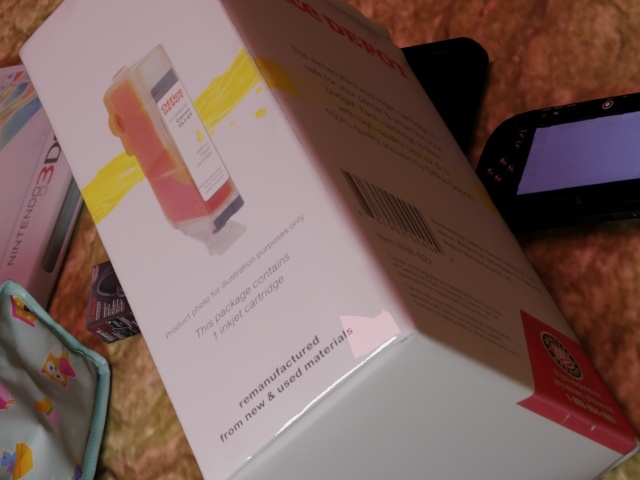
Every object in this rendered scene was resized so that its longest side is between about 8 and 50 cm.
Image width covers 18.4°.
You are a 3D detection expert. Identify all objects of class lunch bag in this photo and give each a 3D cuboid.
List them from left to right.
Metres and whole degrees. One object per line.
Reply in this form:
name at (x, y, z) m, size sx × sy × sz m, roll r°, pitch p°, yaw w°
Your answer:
lunch bag at (-0.292, 0.195, 1.532) m, size 0.223 × 0.160 × 0.262 m, roll -26°, pitch 42°, yaw 24°

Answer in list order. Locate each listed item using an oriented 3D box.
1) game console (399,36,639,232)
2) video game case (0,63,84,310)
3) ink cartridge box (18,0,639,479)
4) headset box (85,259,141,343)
game console at (0.134, -0.062, 1.430) m, size 0.361 × 0.044 × 0.213 m, roll -7°, pitch 57°, yaw 37°
video game case at (-0.343, -0.027, 1.823) m, size 0.329 × 0.036 × 0.300 m, roll -5°, pitch 58°, yaw 39°
ink cartridge box at (0.000, 0.000, 1.279) m, size 0.160 × 0.279 × 0.384 m, roll -41°, pitch 52°, yaw 18°
headset box at (-0.154, 0.044, 1.612) m, size 0.083 × 0.032 × 0.062 m, roll -18°, pitch 51°, yaw 29°
